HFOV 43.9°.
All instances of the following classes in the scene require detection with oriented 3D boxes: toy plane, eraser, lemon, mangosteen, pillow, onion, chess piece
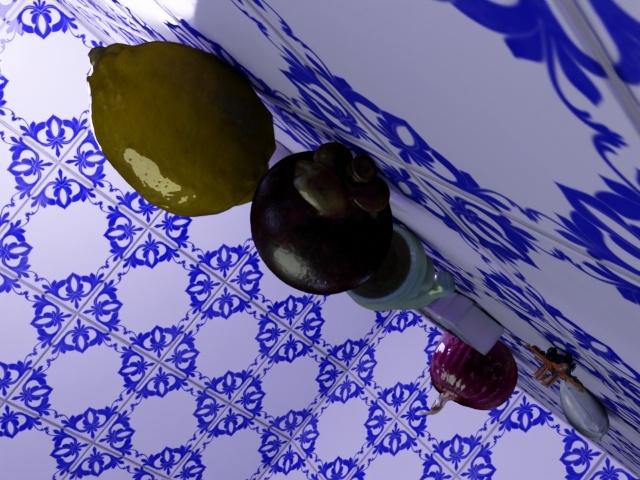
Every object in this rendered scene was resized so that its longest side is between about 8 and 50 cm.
[{"bbox_3d":[0.436,0.226,1.447,0.135,0.062,0.188,39,164,13],"label":"toy plane"},{"bbox_3d":[0.308,0.166,1.923,0.130,0.086,0.287,40,178,-25],"label":"eraser"},{"bbox_3d":[-0.231,-0.183,1.316,0.316,0.285,0.285,19,177,2],"label":"lemon"},{"bbox_3d":[0.013,-0.044,1.196,0.228,0.228,0.265,39,137,6],"label":"mangosteen"},{"bbox_3d":[0.596,0.388,1.814,0.144,0.078,0.254,49,-178,25],"label":"pillow"},{"bbox_3d":[0.432,0.363,2.237,0.256,0.272,0.230,7,166,-2],"label":"onion"},{"bbox_3d":[0.164,0.080,1.598,0.176,0.175,0.298,38,-178,30],"label":"chess piece"}]

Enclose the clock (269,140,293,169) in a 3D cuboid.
[{"bbox_3d":[-0.096,-0.176,1.882,0.197,0.068,0.197,39,179,1],"label":"clock"}]
